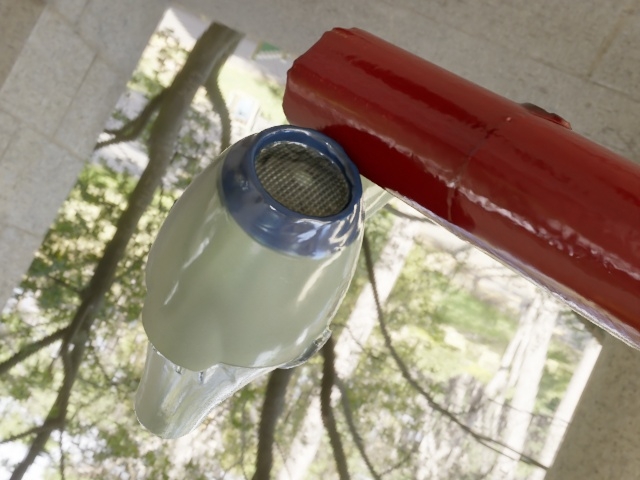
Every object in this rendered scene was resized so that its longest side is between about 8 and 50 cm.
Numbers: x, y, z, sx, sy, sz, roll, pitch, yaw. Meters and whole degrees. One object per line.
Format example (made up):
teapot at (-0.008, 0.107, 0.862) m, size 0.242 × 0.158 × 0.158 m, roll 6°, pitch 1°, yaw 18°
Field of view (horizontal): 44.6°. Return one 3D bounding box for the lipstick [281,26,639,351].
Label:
lipstick at (0.087, -0.026, 0.357) m, size 0.280 × 0.073 × 0.073 m, roll 38°, pitch -176°, yaw 40°

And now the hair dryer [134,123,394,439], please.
hair dryer at (-0.030, 0.029, 0.540) m, size 0.119 × 0.296 × 0.298 m, roll 46°, pitch -150°, yaw 9°
